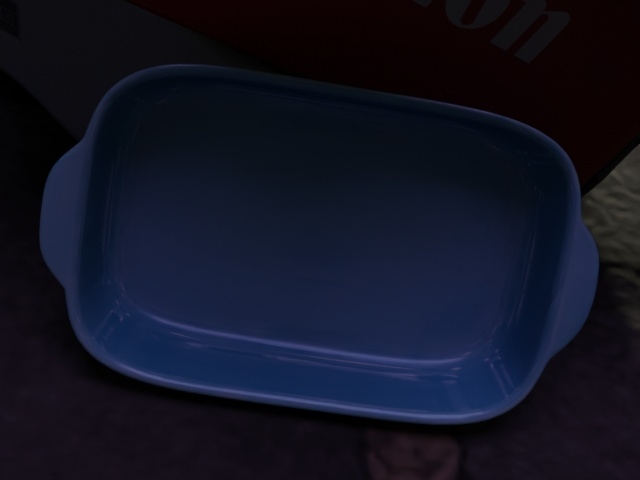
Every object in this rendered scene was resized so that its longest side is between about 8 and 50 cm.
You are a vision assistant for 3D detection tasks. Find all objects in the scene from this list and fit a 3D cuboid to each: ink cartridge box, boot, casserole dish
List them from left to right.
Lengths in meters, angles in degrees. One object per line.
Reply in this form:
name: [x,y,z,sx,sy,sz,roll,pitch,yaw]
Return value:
boot: [-0.081,-0.113,0.536,0.258,0.095,0.123,34,49,16]
casserole dish: [0.000,0.000,0.443,0.188,0.114,0.037,8,15,-5]
ink cartridge box: [0.015,-0.141,0.467,0.309,0.130,0.272,20,37,-37]
